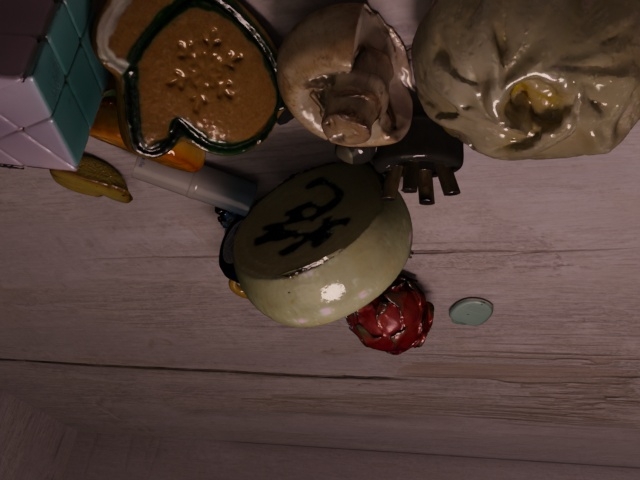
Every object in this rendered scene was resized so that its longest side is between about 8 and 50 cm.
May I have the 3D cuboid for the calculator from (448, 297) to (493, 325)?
[{"bbox_3d":[0.371,0.180,2.145,0.095,0.021,0.153,17,148,-8],"label":"calculator"}]

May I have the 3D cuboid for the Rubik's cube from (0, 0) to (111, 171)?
[{"bbox_3d":[-0.459,-0.258,1.270,0.221,0.224,0.231,6,150,7],"label":"Rubik's cube"}]

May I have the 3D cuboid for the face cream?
[{"bbox_3d":[-0.260,-0.124,1.791,0.250,0.077,0.077,20,151,-10],"label":"face cream"}]

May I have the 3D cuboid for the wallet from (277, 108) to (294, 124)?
[{"bbox_3d":[-0.139,-0.298,1.481,0.285,0.030,0.146,27,146,-27],"label":"wallet"}]

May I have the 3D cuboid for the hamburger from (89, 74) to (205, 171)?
[{"bbox_3d":[-0.286,-0.228,1.494,0.246,0.170,0.246,19,175,2],"label":"hamburger"}]

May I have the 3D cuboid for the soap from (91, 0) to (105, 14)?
[{"bbox_3d":[-0.481,-0.408,1.344,0.218,0.098,0.273,-12,143,34],"label":"soap"}]

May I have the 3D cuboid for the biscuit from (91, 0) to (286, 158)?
[{"bbox_3d":[-0.209,-0.253,1.349,0.344,0.287,0.057,44,174,-34],"label":"biscuit"}]

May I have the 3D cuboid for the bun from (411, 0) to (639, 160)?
[{"bbox_3d":[0.300,-0.229,1.230,0.365,0.219,0.365,13,153,7],"label":"bun"}]

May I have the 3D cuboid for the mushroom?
[{"bbox_3d":[0.024,-0.237,1.352,0.189,0.195,0.253,-4,146,32],"label":"mushroom"}]

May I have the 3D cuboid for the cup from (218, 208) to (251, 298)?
[{"bbox_3d":[-0.104,0.077,1.908,0.256,0.178,0.255,25,114,-33],"label":"cup"}]

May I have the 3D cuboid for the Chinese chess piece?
[{"bbox_3d":[0.000,0.000,1.631,0.349,0.349,0.146,-8,129,33],"label":"Chinese chess piece"}]

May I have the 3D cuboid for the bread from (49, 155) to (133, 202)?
[{"bbox_3d":[-0.499,-0.134,1.897,0.188,0.065,0.149,18,162,-17],"label":"bread"}]

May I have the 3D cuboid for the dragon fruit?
[{"bbox_3d":[0.152,0.167,2.057,0.274,0.193,0.192,25,176,-20],"label":"dragon fruit"}]

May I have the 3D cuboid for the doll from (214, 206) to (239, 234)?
[{"bbox_3d":[-0.180,-0.020,1.957,0.096,0.070,0.195,-8,142,11],"label":"doll"}]

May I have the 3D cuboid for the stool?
[{"bbox_3d":[0.147,-0.140,1.502,0.228,0.139,0.153,-3,169,21],"label":"stool"}]
